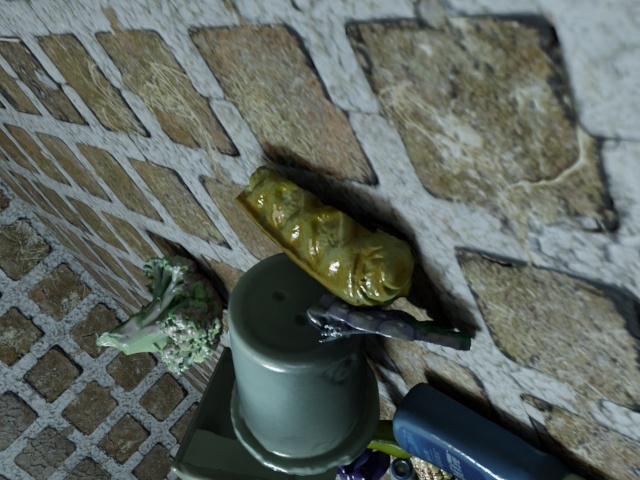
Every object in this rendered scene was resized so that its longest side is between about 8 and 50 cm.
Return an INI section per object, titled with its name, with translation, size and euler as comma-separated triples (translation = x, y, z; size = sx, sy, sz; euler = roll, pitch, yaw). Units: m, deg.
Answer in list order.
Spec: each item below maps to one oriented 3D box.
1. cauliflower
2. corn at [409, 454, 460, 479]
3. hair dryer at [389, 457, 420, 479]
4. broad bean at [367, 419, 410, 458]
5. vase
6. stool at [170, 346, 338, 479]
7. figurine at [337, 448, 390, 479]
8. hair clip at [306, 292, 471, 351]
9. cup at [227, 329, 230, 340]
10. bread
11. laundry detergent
[cauliflower]
translation = -0.333, 0.175, 1.446
size = 0.239, 0.315, 0.257
euler = 50, 151, 37
[corn]
translation = 0.204, 0.388, 1.153
size = 0.086, 0.086, 0.253
euler = 19, 147, 47
[hair dryer]
translation = 0.231, 0.498, 1.391
size = 0.199, 0.068, 0.167
euler = 23, 164, 11
[broad bean]
translation = 0.078, 0.318, 1.139
size = 0.325, 0.067, 0.075
euler = 23, 142, -35
[vase]
translation = -0.026, 0.161, 0.975
size = 0.245, 0.245, 0.291
euler = 33, 148, 25
[stool]
translation = -0.096, 0.364, 1.289
size = 0.243, 0.270, 0.170
euler = 3, 141, 26
[figurine]
translation = -0.032, 0.460, 1.561
size = 0.154, 0.193, 0.420
euler = 51, 162, -28
[hair clip]
translation = 0.078, 0.104, 0.787
size = 0.195, 0.052, 0.124
euler = 11, -172, 2
[cup]
translation = -0.124, 0.199, 1.413
size = 0.116, 0.074, 0.104
euler = 32, -179, 15
[bread]
translation = 0.000, 0.000, 0.784
size = 0.232, 0.088, 0.128
euler = 32, 162, 29
[laundry detergent]
translation = 0.234, 0.302, 0.922
size = 0.289, 0.094, 0.143
euler = 23, 147, 42
